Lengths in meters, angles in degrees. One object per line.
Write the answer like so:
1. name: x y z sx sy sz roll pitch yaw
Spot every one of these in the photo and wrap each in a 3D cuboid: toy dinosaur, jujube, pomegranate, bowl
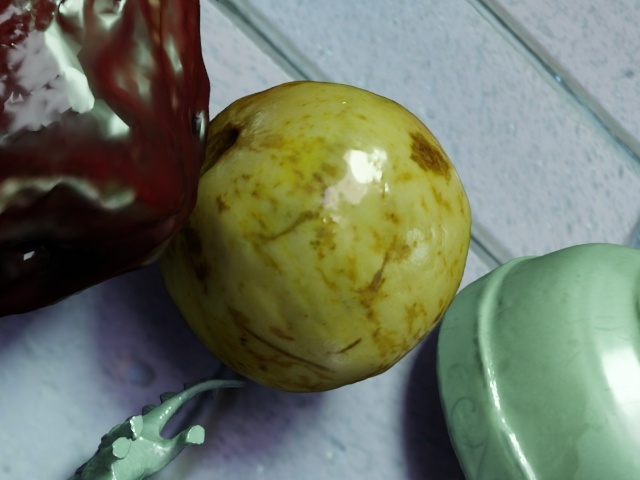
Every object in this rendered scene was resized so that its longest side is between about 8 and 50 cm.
1. toy dinosaur: -0.114 0.130 1.036 0.039 0.082 0.209 56 42 -1
2. jujube: -0.188 -0.123 1.033 0.258 0.258 0.376 24 54 -26
3. pomegranate: 0.000 0.000 1.118 0.215 0.215 0.215 20 52 -29
4. bowl: 0.240 0.130 1.240 0.307 0.163 0.307 29 41 -29
